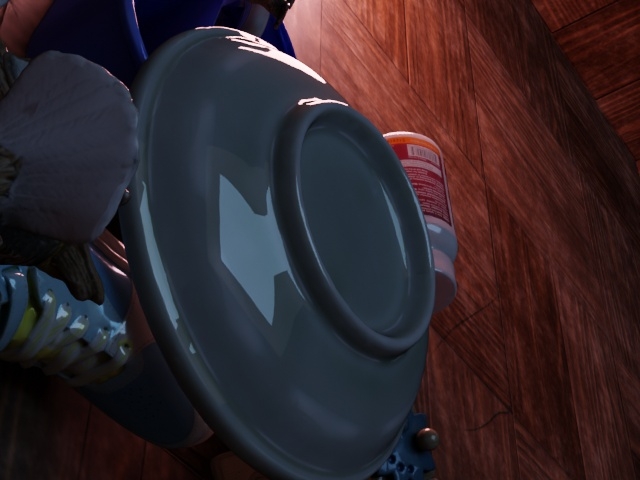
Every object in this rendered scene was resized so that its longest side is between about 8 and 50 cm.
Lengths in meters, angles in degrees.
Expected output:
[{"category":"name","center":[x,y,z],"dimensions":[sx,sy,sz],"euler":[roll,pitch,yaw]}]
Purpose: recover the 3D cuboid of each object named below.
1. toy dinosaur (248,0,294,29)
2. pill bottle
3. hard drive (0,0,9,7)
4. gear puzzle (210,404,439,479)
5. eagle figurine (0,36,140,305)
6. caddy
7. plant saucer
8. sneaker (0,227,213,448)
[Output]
[{"category":"toy dinosaur","center":[-0.093,-0.292,1.156],"dimensions":[0.200,0.127,0.295],"euler":[28,28,-4]},{"category":"pill bottle","center":[0.107,-0.020,1.646],"dimensions":[0.121,0.121,0.221],"euler":[42,32,-41]},{"category":"hard drive","center":[-0.247,-0.372,1.116],"dimensions":[0.353,0.047,0.233],"euler":[-48,115,-29]},{"category":"gear puzzle","center":[-0.007,0.234,1.110],"dimensions":[0.339,0.044,0.175],"euler":[-11,79,-41]},{"category":"eagle figurine","center":[-0.255,0.000,0.700],"dimensions":[0.298,0.226,0.225],"euler":[-13,121,-41]},{"category":"caddy","center":[-0.123,-0.173,1.245],"dimensions":[0.241,0.179,0.341],"euler":[52,27,-26]},{"category":"plant saucer","center":[0.000,0.000,1.075],"dimensions":[0.400,0.101,0.400],"euler":[36,44,-44]},{"category":"sneaker","center":[-0.204,0.065,0.917],"dimensions":[0.319,0.127,0.208],"euler":[49,25,-12]}]
